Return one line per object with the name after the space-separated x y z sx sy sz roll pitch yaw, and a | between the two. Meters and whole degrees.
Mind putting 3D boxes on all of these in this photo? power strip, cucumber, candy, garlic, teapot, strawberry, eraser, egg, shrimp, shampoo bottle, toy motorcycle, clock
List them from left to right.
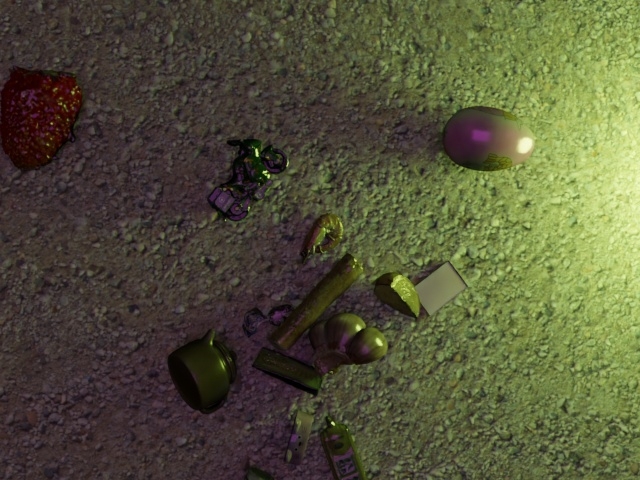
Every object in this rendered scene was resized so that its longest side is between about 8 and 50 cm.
-0.820 -0.356 1.862 0.234 0.138 0.306 5 85 -4 | strawberry
-0.316 0.377 1.843 0.175 0.186 0.267 -24 122 -32 | teapot
-0.234 -0.191 1.895 0.187 0.125 0.274 38 86 -10 | toy motorcycle
-0.228 0.795 1.860 0.085 0.085 0.262 28 86 -2 | shampoo bottle
-0.122 0.231 1.916 0.226 0.051 0.094 -13 96 -3 | candy
-0.096 0.390 1.906 0.211 0.062 0.078 20 52 4 | cucumber
-0.064 0.579 1.869 0.050 0.110 0.152 15 87 1 | clock
0.000 0.000 1.943 0.099 0.041 0.180 38 84 -16 | shrimp
0.074 0.283 1.847 0.214 0.191 0.160 -29 95 25 | garlic
0.088 0.700 1.895 0.092 0.066 0.387 -20 88 -6 | power strip
0.361 0.146 1.959 0.150 0.023 0.104 -37 89 -4 | eraser
0.497 -0.301 1.904 0.271 0.196 0.196 -4 87 0 | egg

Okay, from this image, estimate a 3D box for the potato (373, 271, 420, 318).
0.233 0.149 1.930 0.172 0.101 0.089 45 59 -30 | potato

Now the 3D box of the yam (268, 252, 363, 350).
-0.010 0.183 1.878 0.081 0.081 0.356 44 74 0 | yam
